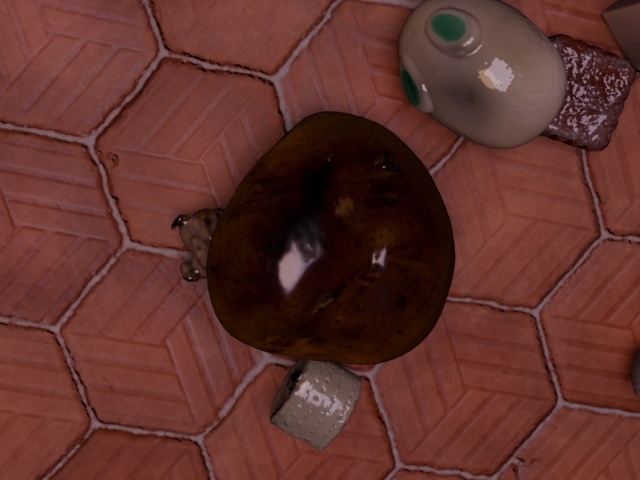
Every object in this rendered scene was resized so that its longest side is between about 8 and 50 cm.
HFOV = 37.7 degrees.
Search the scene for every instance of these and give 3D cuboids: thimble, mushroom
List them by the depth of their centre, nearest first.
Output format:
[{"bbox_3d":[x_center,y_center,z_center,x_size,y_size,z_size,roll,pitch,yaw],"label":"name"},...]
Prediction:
[{"bbox_3d":[0.000,0.000,1.206,0.345,0.260,0.345,-2,93,-35],"label":"mushroom"},{"bbox_3d":[-0.009,0.214,1.267,0.090,0.102,0.115,30,86,-10],"label":"thimble"}]

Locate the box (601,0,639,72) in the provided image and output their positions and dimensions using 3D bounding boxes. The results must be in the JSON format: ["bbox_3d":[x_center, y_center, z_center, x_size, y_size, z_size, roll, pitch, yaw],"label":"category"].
[{"bbox_3d":[0.506,-0.313,1.179,0.203,0.251,0.106,-33,101,-1],"label":"box"}]

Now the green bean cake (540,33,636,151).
[{"bbox_3d":[0.344,-0.199,1.274,0.135,0.056,0.135,19,96,-11],"label":"green bean cake"}]

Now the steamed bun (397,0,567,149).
[{"bbox_3d":[0.195,-0.211,1.185,0.228,0.131,0.177,43,132,4],"label":"steamed bun"}]

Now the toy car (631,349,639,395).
[{"bbox_3d":[0.503,0.189,1.337,0.112,0.112,0.139,23,85,6],"label":"toy car"}]
